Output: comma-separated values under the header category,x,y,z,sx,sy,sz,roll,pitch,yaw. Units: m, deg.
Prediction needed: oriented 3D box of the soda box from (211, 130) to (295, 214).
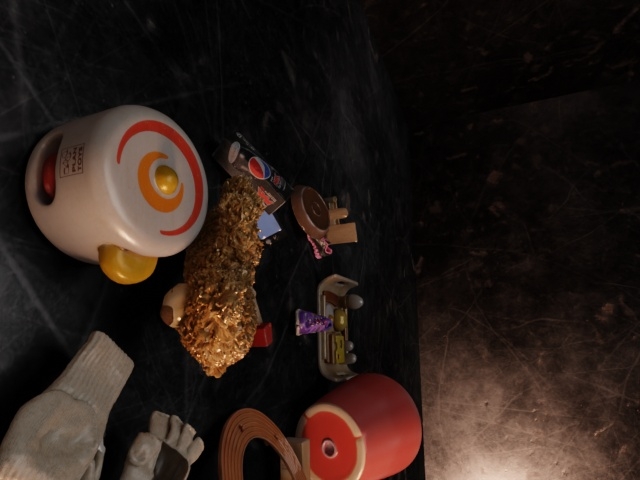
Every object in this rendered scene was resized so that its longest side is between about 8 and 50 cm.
category,x,y,z,sx,sy,sz,roll,pitch,yaw
soda box,-0.134,-0.136,0.847,0.169,0.060,0.053,46,37,-10

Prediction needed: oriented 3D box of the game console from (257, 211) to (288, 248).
category,x,y,z,sx,sy,sz,roll,pitch,yaw
game console,-0.133,-0.014,0.902,0.071,0.108,0.122,-115,179,-50

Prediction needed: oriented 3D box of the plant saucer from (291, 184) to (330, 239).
category,x,y,z,sx,sy,sz,roll,pitch,yaw
plant saucer,-0.021,-0.085,1.186,0.168,0.029,0.168,41,37,-41

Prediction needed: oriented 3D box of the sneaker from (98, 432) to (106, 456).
category,x,y,z,sx,sy,sz,roll,pitch,yaw
sneaker,-0.294,0.304,0.418,0.106,0.078,0.234,40,44,-56

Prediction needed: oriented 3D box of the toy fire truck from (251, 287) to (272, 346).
category,x,y,z,sx,sy,sz,roll,pitch,yaw
toy fire truck,-0.157,0.129,0.828,0.135,0.047,0.191,-13,95,-68

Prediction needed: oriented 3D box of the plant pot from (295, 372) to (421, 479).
category,x,y,z,sx,sy,sz,roll,pitch,yaw
plant pot,0.083,0.490,1.060,0.243,0.275,0.274,12,72,-56

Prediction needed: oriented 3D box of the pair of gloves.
category,x,y,z,sx,sy,sz,roll,pitch,yaw
pair of gloves,-0.228,0.244,0.453,0.204,0.042,0.239,-69,141,-56

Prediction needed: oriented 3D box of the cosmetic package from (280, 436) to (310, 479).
category,x,y,z,sx,sy,sz,roll,pitch,yaw
cosmetic package,-0.057,0.511,0.946,0.041,0.061,0.114,24,60,-64

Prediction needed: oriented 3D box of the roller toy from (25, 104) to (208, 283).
category,x,y,z,sx,sy,sz,roll,pitch,yaw
roller toy,-0.246,-0.067,0.537,0.209,0.147,0.191,-65,141,-51

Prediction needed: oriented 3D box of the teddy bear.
category,x,y,z,sx,sy,sz,roll,pitch,yaw
teddy bear,-0.164,0.031,0.637,0.113,0.245,0.337,30,47,-28

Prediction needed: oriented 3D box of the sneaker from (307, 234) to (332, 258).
category,x,y,z,sx,sy,sz,roll,pitch,yaw
sneaker,0.000,0.000,1.232,0.047,0.057,0.119,-67,142,-47

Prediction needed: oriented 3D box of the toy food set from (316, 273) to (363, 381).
category,x,y,z,sx,sy,sz,roll,pitch,yaw
toy food set,0.075,0.270,1.289,0.220,0.093,0.305,29,57,-64

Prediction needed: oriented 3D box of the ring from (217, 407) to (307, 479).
category,x,y,z,sx,sy,sz,roll,pitch,yaw
ring,-0.089,0.472,0.760,0.336,0.032,0.336,58,7,-11

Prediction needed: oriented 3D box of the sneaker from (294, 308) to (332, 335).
category,x,y,z,sx,sy,sz,roll,pitch,yaw
sneaker,-0.017,0.215,1.112,0.170,0.071,0.068,19,66,-65

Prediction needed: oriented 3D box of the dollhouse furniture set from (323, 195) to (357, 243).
category,x,y,z,sx,sy,sz,roll,pitch,yaw
dollhouse furniture set,0.069,-0.071,1.328,0.151,0.123,0.143,-19,102,-67
